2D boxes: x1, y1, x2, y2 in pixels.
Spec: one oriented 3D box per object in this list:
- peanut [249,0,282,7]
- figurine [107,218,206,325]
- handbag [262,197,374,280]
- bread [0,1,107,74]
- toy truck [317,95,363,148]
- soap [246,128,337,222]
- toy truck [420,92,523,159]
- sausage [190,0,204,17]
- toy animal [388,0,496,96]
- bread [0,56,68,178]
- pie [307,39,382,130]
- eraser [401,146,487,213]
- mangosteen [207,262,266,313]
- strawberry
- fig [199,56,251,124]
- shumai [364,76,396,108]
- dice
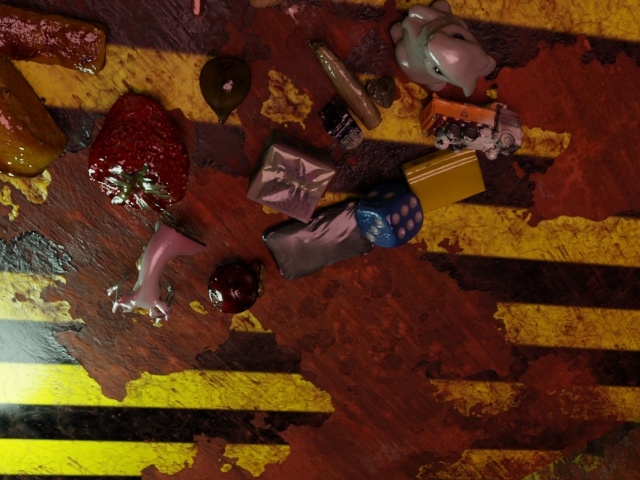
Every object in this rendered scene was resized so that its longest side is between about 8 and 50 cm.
[{"bbox_3d":[-0.097,-0.631,1.514,0.082,0.082,0.187,37,109,-24],"label":"peanut"},{"bbox_3d":[-0.470,0.109,1.832,0.206,0.284,0.316,34,87,-13],"label":"figurine"},{"bbox_3d":[0.003,-0.001,1.903,0.332,0.075,0.192,-20,117,9],"label":"handbag"},{"bbox_3d":[-0.660,-0.484,1.531,0.270,0.077,0.139,9,122,-15],"label":"bread"},{"bbox_3d":[0.058,-0.306,1.650,0.088,0.202,0.074,35,107,-27],"label":"toy truck"},{"bbox_3d":[-0.082,-0.177,1.745,0.199,0.138,0.182,22,114,-18],"label":"soap"},{"bbox_3d":[0.412,-0.311,1.723,0.270,0.114,0.136,10,75,-10],"label":"toy truck"},{"bbox_3d":[-0.294,-0.613,1.525,0.035,0.030,0.147,8,119,-8],"label":"sausage"},{"bbox_3d":[0.294,-0.444,1.509,0.193,0.357,0.258,-36,120,11],"label":"toy animal"},{"bbox_3d":[-0.793,-0.290,1.569,0.194,0.179,0.340,-26,120,8],"label":"bread"},{"bbox_3d":[0.065,-0.408,1.637,0.068,0.129,0.282,-41,115,3],"label":"pie"},{"bbox_3d":[0.357,-0.182,1.836,0.225,0.069,0.158,-21,123,5],"label":"eraser"},{"bbox_3d":[-0.246,0.140,1.909,0.180,0.166,0.166,-15,125,-29],"label":"mangosteen"},{"bbox_3d":[-0.465,-0.219,1.649,0.260,0.258,0.261,4,148,2],"label":"strawberry"},{"bbox_3d":[-0.241,-0.373,1.622,0.132,0.127,0.185,-9,118,-17],"label":"fig"},{"bbox_3d":[0.155,-0.399,1.698,0.080,0.082,0.084,11,112,30],"label":"shumai"},{"bbox_3d":[0.198,-0.073,1.813,0.143,0.146,0.147,-43,123,-28],"label":"dice"}]
